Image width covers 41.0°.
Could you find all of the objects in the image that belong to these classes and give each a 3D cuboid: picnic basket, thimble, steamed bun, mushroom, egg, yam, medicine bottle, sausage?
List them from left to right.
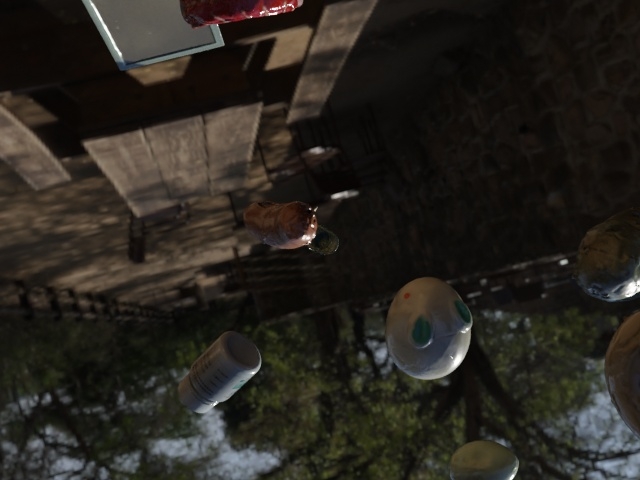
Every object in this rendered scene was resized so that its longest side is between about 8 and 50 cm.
[{"bbox_3d":[-0.160,0.209,1.343,0.130,0.080,0.080,-46,162,27],"label":"medicine bottle"},{"bbox_3d":[-0.119,-0.398,1.294,0.190,0.124,0.163,-16,-163,-18],"label":"thimble"},{"bbox_3d":[-0.068,-0.028,1.479,0.079,0.087,0.327,-46,-167,-11],"label":"sausage"},{"bbox_3d":[0.000,0.000,1.946,0.065,0.083,0.083,-58,161,-5],"label":"picnic basket"},{"bbox_3d":[0.227,0.187,1.746,0.177,0.228,0.131,-17,-149,-20],"label":"steamed bun"},{"bbox_3d":[0.350,0.487,1.843,0.152,0.114,0.114,-16,177,22],"label":"egg"},{"bbox_3d":[0.434,0.020,1.219,0.133,0.133,0.330,-18,175,29],"label":"yam"},{"bbox_3d":[0.606,0.232,1.385,0.293,0.292,0.290,-17,174,24],"label":"mushroom"}]

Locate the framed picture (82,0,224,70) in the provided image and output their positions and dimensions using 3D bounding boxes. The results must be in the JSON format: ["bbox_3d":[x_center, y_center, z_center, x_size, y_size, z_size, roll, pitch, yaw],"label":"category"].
[{"bbox_3d":[-0.302,-0.413,1.543,0.217,0.017,0.274,-13,156,-1],"label":"framed picture"}]
